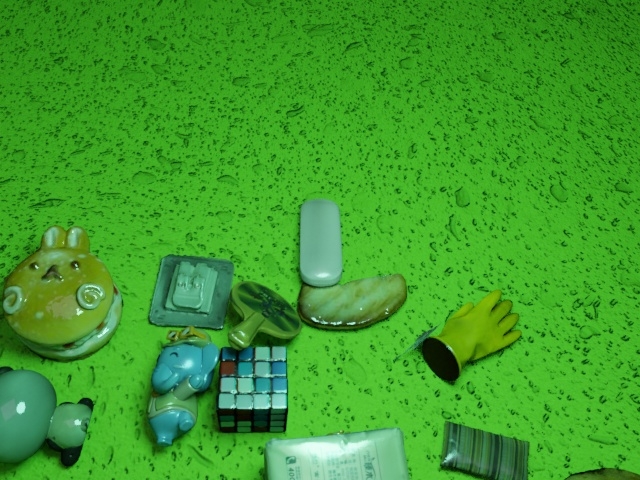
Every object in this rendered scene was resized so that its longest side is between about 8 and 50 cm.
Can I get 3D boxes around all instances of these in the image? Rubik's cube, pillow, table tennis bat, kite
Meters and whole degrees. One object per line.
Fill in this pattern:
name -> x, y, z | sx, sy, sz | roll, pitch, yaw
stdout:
Rubik's cube -> -0.151, 0.340, 1.432 | 0.155, 0.154, 0.151 | 2, 56, -4
pillow -> 0.378, 0.490, 1.447 | 0.203, 0.038, 0.113 | 14, 54, 4
table tennis bat -> -0.145, 0.183, 1.492 | 0.198, 0.050, 0.321 | 36, 17, 3
kite -> 0.237, 0.252, 1.552 | 0.156, 0.139, 0.011 | -41, 82, 14

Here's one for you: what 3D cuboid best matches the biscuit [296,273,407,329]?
biscuit -> 0.087, 0.159, 1.631 | 0.299, 0.045, 0.154 | -5, 51, -8

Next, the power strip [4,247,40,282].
power strip -> -0.739, 0.063, 1.640 | 0.049, 0.028, 0.178 | 31, 60, 15

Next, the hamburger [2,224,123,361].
hamburger -> -0.615, 0.121, 1.521 | 0.260, 0.186, 0.303 | 9, 54, 0

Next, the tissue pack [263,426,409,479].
tissue pack -> 0.045, 0.576, 1.237 | 0.296, 0.207, 0.381 | -3, 67, -6

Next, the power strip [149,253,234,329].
power strip -> -0.328, 0.119, 1.616 | 0.198, 0.065, 0.213 | 3, 58, 0

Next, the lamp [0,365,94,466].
lamp -> -0.625, 0.384, 1.363 | 0.243, 0.198, 0.198 | 19, 54, -19

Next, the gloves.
gloves -> 0.401, 0.231, 1.597 | 0.294, 0.116, 0.133 | -27, 90, -30

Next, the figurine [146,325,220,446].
figurine -> -0.308, 0.320, 1.429 | 0.153, 0.180, 0.262 | 14, 46, -19

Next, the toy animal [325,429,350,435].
toy animal -> 0.050, 0.474, 1.421 | 0.081, 0.060, 0.083 | 20, 45, -41

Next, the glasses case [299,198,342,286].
glasses case -> 0.000, 0.000, 1.699 | 0.113, 0.075, 0.297 | 1, 46, -2

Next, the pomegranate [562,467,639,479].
pomegranate -> 0.571, 0.610, 1.241 | 0.321, 0.322, 0.322 | 2, 57, -3
